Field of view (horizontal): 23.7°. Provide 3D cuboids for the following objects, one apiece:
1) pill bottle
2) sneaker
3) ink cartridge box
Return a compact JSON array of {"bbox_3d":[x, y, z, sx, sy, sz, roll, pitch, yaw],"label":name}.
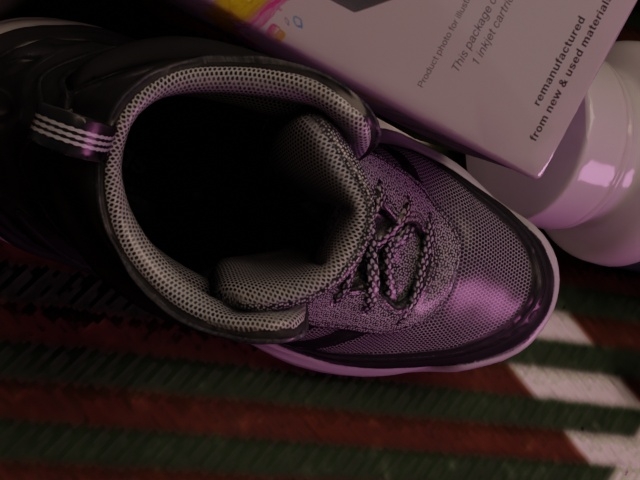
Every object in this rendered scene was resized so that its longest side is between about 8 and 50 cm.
[{"bbox_3d":[0.161,-0.037,0.724,0.180,0.108,0.108,9,65,-35],"label":"pill bottle"},{"bbox_3d":[0.000,0.000,0.537,0.268,0.153,0.101,19,90,-27],"label":"sneaker"},{"bbox_3d":[-0.010,-0.115,0.565,0.212,0.154,0.093,29,92,-17],"label":"ink cartridge box"}]
